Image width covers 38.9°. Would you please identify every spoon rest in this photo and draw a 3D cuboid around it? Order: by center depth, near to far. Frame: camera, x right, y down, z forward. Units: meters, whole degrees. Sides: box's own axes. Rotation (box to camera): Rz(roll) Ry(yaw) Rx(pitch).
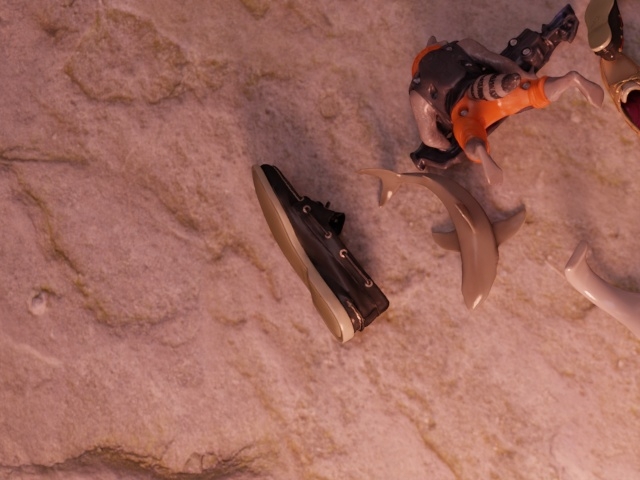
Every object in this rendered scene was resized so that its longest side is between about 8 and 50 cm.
[{"bbox_3d":[0.469,0.097,1.251,0.276,0.084,0.137,30,71,18],"label":"spoon rest"}]

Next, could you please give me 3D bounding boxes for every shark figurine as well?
[{"bbox_3d":[0.194,-0.050,1.384,0.166,0.116,0.278,-44,68,10],"label":"shark figurine"}]

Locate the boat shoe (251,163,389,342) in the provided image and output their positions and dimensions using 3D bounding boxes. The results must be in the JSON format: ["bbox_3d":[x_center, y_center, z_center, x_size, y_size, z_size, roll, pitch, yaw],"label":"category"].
[{"bbox_3d":[0.000,-0.002,1.464,0.113,0.127,0.340,-25,60,-13],"label":"boat shoe"}]

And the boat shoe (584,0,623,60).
[{"bbox_3d":[0.427,-0.323,1.356,0.049,0.042,0.133,-27,42,43],"label":"boat shoe"}]

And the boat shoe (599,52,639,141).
[{"bbox_3d":[0.458,-0.212,1.321,0.063,0.059,0.170,-31,68,17],"label":"boat shoe"}]

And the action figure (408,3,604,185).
[{"bbox_3d":[0.256,-0.247,1.332,0.341,0.178,0.330,-49,34,1],"label":"action figure"}]
